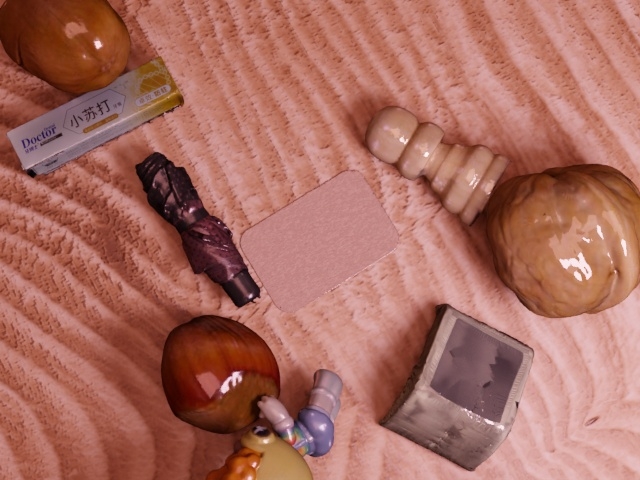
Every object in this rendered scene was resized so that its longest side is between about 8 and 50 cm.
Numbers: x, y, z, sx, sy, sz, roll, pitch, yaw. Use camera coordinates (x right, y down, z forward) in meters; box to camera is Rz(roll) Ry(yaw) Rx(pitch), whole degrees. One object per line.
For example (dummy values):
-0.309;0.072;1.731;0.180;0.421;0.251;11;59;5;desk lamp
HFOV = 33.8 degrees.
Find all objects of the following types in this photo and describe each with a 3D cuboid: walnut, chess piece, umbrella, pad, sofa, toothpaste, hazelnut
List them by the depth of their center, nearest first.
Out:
-0.181;0.235;1.827;0.210;0.210;0.186;7;106;-3;hazelnut
0.441;0.000;1.846;0.296;0.285;0.285;-21;85;-33;walnut
-0.460;-0.367;1.852;0.297;0.203;0.203;30;80;39;walnut
-0.218;-0.016;1.888;0.326;0.094;0.090;55;39;4;umbrella
0.252;0.262;1.896;0.210;0.176;0.225;25;54;-1;sofa
-0.405;-0.221;1.907;0.312;0.071;0.089;-28;82;-6;toothpaste
0.201;-0.148;1.915;0.260;0.143;0.143;30;83;4;chess piece
0.000;0.000;1.943;0.266;0.002;0.176;-31;87;-7;pad

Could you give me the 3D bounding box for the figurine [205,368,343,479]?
-0.050;0.364;1.731;0.205;0.225;0.382;21;57;16;figurine
